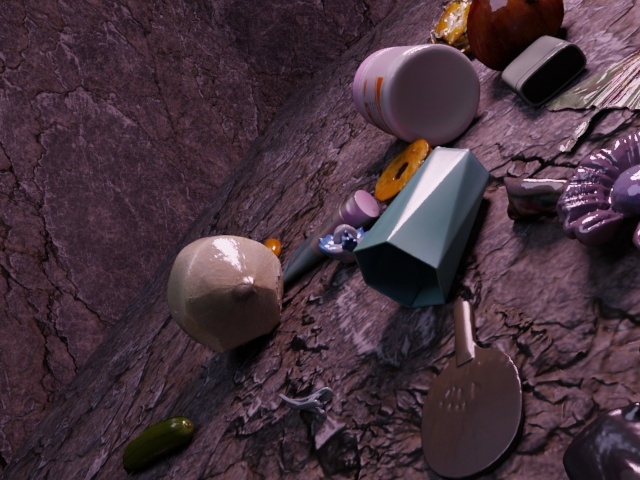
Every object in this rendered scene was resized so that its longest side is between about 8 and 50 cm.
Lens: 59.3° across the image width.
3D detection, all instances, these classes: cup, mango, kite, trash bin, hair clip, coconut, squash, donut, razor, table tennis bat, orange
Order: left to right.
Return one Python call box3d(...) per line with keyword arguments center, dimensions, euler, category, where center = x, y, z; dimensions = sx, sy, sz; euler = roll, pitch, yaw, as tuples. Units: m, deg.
box3d(center=(-0.344, 0.417, 1.156), dimensions=(0.252, 0.066, 0.066), euler=(-36, 22, 30), category="squash")
box3d(center=(-0.195, 0.111, 1.187), dimensions=(0.245, 0.245, 0.247), euler=(-53, 21, -16), category="coconut")
box3d(center=(-0.131, 0.033, 1.501), dimensions=(0.060, 0.046, 0.089), euler=(-36, 34, 36), category="mango")
box3d(center=(-0.021, 0.244, 0.860), dimensions=(0.039, 0.030, 0.115), euler=(-37, 12, -36), category="hair clip")
box3d(center=(0.174, -0.124, 1.104), dimensions=(0.152, 0.058, 0.152), euler=(-45, 23, 25), category="donut")
box3d(center=(0.169, -0.029, 0.846), dimensions=(0.236, 0.148, 0.134), euler=(-54, -7, -29), category="cup")
box3d(center=(0.368, -0.541, 1.451), dimensions=(0.160, 0.112, 0.170), euler=(-19, 66, 45), category="orange")
box3d(center=(0.167, 0.157, 0.634), dimensions=(0.131, 0.022, 0.234), euler=(-36, 24, 33), category="table tennis bat")
box3d(center=(0.392, -0.304, 1.000), dimensions=(0.116, 0.059, 0.130), euler=(-40, 18, 19), category="trash bin")
box3d(center=(0.316, -0.058, 0.655), dimensions=(0.173, 0.069, 0.300), euler=(-52, 19, -14), category="hair clip")
box3d(center=(0.440, -0.225, 0.808), dimensions=(0.268, 0.013, 0.323), euler=(-46, 18, 2), category="kite")
box3d(center=(0.231, 0.182, 0.380), dimensions=(0.090, 0.054, 0.148), euler=(-44, 18, 11), category="razor")

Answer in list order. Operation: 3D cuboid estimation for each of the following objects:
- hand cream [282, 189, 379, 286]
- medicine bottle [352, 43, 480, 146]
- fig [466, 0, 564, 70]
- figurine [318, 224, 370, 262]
box3d(center=(0.000, 0.000, 1.246), dimensions=(0.312, 0.070, 0.111), euler=(-39, 23, 35), category="hand cream")
box3d(center=(0.199, -0.327, 1.247), dimensions=(0.202, 0.202, 0.316), euler=(-45, 18, 6), category="medicine bottle")
box3d(center=(0.379, -0.447, 1.117), dimensions=(0.205, 0.205, 0.205), euler=(-41, 20, 18), category="fig")
box3d(center=(0.047, 0.001, 1.112), dimensions=(0.114, 0.079, 0.114), euler=(-17, 23, 7), category="figurine")
